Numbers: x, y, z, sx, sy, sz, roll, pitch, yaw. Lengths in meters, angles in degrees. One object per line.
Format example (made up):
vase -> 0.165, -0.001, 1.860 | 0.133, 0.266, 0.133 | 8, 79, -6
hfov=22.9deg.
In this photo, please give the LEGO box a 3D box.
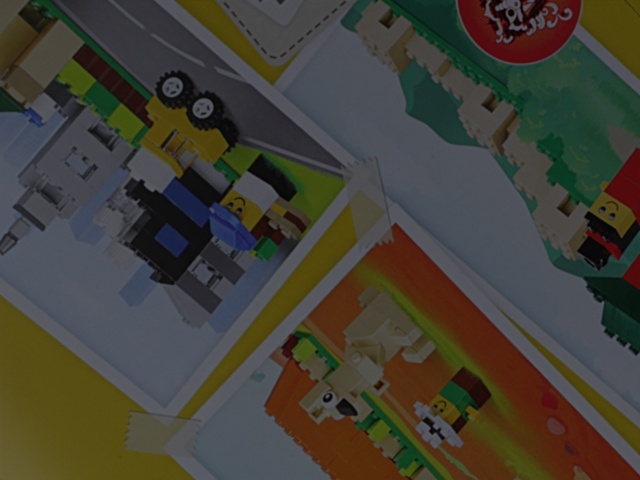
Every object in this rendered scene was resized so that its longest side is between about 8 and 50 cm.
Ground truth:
LEGO box -> 0.000, 0.000, 0.652 | 0.500, 0.193, 0.372 | 44, 81, -13
